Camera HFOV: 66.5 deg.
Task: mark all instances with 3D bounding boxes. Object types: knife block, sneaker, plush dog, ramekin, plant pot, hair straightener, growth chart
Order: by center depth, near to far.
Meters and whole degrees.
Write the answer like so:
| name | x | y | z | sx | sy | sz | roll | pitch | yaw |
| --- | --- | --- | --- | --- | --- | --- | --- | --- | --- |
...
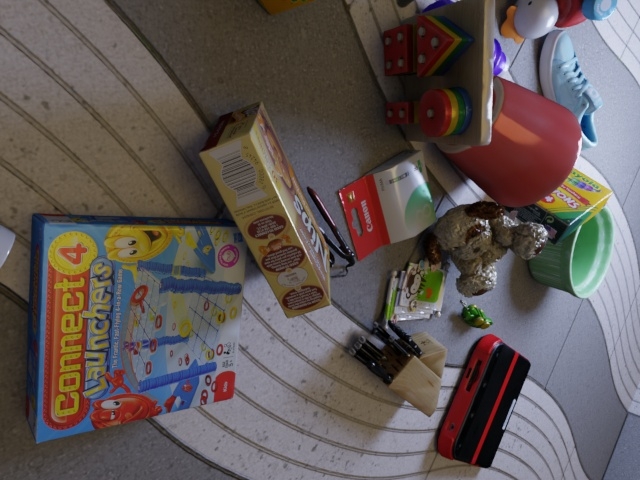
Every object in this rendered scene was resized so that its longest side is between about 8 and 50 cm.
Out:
| name | x | y | z | sx | sy | sz | roll | pitch | yaw |
| --- | --- | --- | --- | --- | --- | --- | --- | --- | --- |
| hair straightener | 0.000 | 0.000 | 0.993 | 0.089 | 0.047 | 0.230 | -37 | 129 | -4 |
| plant pot | 0.418 | -0.246 | 1.145 | 0.243 | 0.275 | 0.275 | 21 | 87 | -30 |
| knife block | 0.175 | 0.317 | 1.161 | 0.242 | 0.088 | 0.275 | -9 | 116 | -27 |
| plush dog | 0.377 | -0.015 | 1.201 | 0.225 | 0.210 | 0.262 | 22 | 126 | -36 |
| growth chart | 0.243 | 0.129 | 1.224 | 0.237 | 0.021 | 0.172 | -2 | 100 | -39 |
| sneaker | 0.746 | -0.433 | 1.420 | 0.135 | 0.150 | 0.366 | -39 | 122 | -27 |
| ramekin | 0.801 | 0.023 | 1.569 | 0.303 | 0.148 | 0.303 | -10 | 105 | -37 |

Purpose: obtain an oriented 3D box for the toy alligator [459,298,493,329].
| name | x | y | z | sx | sy | sz | roll | pitch | yaw |
| --- | --- | --- | --- | --- | --- | --- | --- | --- | --- |
| toy alligator | 0.422 | 0.212 | 1.370 | 0.051 | 0.056 | 0.190 | -39 | 133 | 23 |

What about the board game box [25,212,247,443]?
| name | x | y | z | sx | sy | sz | roll | pitch | yaw |
| --- | --- | --- | --- | --- | --- | --- | --- | --- | --- |
| board game box | -0.274 | 0.118 | 0.758 | 0.302 | 0.086 | 0.308 | -1 | 100 | -39 |

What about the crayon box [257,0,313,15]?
| name | x | y | z | sx | sy | sz | roll | pitch | yaw |
| --- | --- | --- | --- | --- | --- | --- | --- | --- | --- |
| crayon box | -0.035 | -0.438 | 0.702 | 0.165 | 0.278 | 0.081 | 35 | 77 | -38 |

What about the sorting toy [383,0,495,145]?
| name | x | y | z | sx | sy | sz | roll | pitch | yaw |
| --- | --- | --- | --- | --- | --- | --- | --- | --- | --- |
| sorting toy | 0.216 | -0.319 | 0.960 | 0.089 | 0.255 | 0.257 | -10 | 107 | -21 |

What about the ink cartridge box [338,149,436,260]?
| name | x | y | z | sx | sy | sz | roll | pitch | yaw |
| --- | --- | --- | --- | --- | --- | --- | --- | --- | --- |
| ink cartridge box | 0.157 | -0.077 | 1.088 | 0.225 | 0.056 | 0.181 | -34 | 119 | -31 |

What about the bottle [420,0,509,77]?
| name | x | y | z | sx | sy | sz | roll | pitch | yaw |
| --- | --- | --- | --- | --- | --- | --- | --- | --- | --- |
| bottle | 0.338 | -0.443 | 1.119 | 0.283 | 0.092 | 0.118 | 7 | 80 | -43 |

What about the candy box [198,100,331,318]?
| name | x | y | z | sx | sy | sz | roll | pitch | yaw |
| --- | --- | --- | --- | --- | --- | --- | --- | --- | --- |
| candy box | -0.076 | -0.051 | 0.814 | 0.087 | 0.183 | 0.316 | -18 | 118 | 10 |

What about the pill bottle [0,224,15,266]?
| name | x | y | z | sx | sy | sz | roll | pitch | yaw |
| --- | --- | --- | --- | --- | --- | --- | --- | --- | --- |
| pill bottle | -0.474 | -0.025 | 0.540 | 0.221 | 0.124 | 0.124 | 36 | 77 | -39 |

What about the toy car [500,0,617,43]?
| name | x | y | z | sx | sy | sz | roll | pitch | yaw |
| --- | --- | --- | --- | --- | --- | --- | --- | --- | --- |
| toy car | 0.562 | -0.609 | 1.237 | 0.238 | 0.219 | 0.210 | -31 | 122 | 3 |

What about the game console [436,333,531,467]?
| name | x | y | z | sx | sy | sz | roll | pitch | yaw |
| --- | --- | --- | --- | --- | --- | --- | --- | --- | --- |
| game console | 0.514 | 0.504 | 1.514 | 0.342 | 0.060 | 0.386 | 34 | 79 | -44 |

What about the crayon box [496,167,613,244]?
| name | x | y | z | sx | sy | sz | roll | pitch | yaw |
| --- | --- | --- | --- | --- | --- | --- | --- | --- | --- |
| crayon box | 0.686 | -0.133 | 1.405 | 0.318 | 0.202 | 0.081 | -27 | 146 | -33 |

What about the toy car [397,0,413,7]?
| name | x | y | z | sx | sy | sz | roll | pitch | yaw |
| --- | --- | --- | --- | --- | --- | --- | --- | --- | --- |
| toy car | 0.229 | -0.572 | 1.013 | 0.188 | 0.149 | 0.155 | -29 | 117 | 1 |
